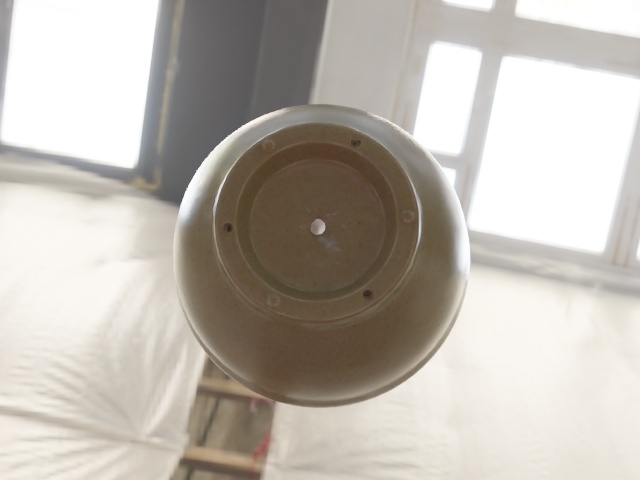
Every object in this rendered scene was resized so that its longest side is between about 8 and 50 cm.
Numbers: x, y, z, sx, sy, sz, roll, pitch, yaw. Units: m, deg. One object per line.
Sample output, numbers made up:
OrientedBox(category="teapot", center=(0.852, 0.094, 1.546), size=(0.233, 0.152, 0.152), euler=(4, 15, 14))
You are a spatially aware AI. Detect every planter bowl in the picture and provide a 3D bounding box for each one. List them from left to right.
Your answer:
OrientedBox(category="planter bowl", center=(0.000, 0.000, 0.625), size=(0.162, 0.162, 0.109), euler=(10, 169, 3))
